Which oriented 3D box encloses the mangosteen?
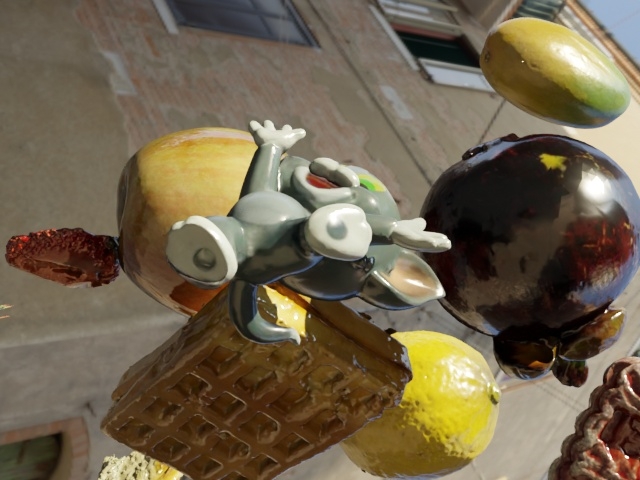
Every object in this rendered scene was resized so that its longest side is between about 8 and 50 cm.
[{"bbox_3d":[0.218,0.023,0.747,0.228,0.228,0.265,-20,-88,49],"label":"mangosteen"}]

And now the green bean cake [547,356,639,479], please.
[{"bbox_3d":[0.259,0.172,0.568,0.135,0.056,0.136,30,-92,23],"label":"green bean cake"}]

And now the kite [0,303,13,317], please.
[{"bbox_3d":[-0.617,0.129,1.229,0.198,0.244,0.006,5,-82,23],"label":"kite"}]

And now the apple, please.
[{"bbox_3d":[-0.138,-0.017,0.937,0.257,0.234,0.257,-179,-90,-69],"label":"apple"}]

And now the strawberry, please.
[{"bbox_3d":[-0.327,0.026,0.959,0.104,0.152,0.048,105,-22,-51],"label":"strawberry"}]

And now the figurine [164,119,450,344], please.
[{"bbox_3d":[-0.002,0.005,0.573,0.193,0.265,0.140,20,-60,18],"label":"figurine"}]

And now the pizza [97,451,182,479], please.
[{"bbox_3d":[-0.346,0.430,1.374,0.262,0.181,0.034,-139,-148,-71],"label":"pizza"}]

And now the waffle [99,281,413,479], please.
[{"bbox_3d":[-0.081,0.167,0.836,0.327,0.224,0.098,-39,-154,37],"label":"waffle"}]

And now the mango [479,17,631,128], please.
[{"bbox_3d":[0.286,-0.198,0.891,0.092,0.194,0.130,124,-24,-48],"label":"mango"}]

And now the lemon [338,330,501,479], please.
[{"bbox_3d":[0.145,0.272,1.224,0.320,0.245,0.245,-16,-100,28],"label":"lemon"}]
